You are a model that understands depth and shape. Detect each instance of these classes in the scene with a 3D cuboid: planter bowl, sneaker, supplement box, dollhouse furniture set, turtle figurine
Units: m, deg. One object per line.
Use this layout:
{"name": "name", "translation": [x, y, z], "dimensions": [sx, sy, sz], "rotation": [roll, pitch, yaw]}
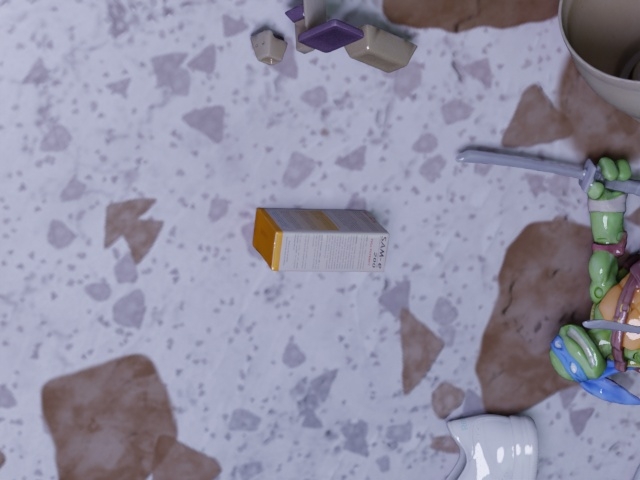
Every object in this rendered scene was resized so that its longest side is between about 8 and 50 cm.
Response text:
{"name": "planter bowl", "translation": [0.283, -0.160, 1.632], "dimensions": [0.162, 0.162, 0.109], "rotation": [-31, 142, -5]}
{"name": "sneaker", "translation": [0.138, 0.257, 1.782], "dimensions": [0.094, 0.080, 0.212], "rotation": [3, 96, -5]}
{"name": "supplement box", "translation": [0.000, 0.000, 1.639], "dimensions": [0.098, 0.062, 0.036], "rotation": [1, 109, -18]}
{"name": "dollhouse furniture set", "translation": [0.013, -0.180, 1.605], "dimensions": [0.114, 0.091, 0.081], "rotation": [17, 63, -45]}
{"name": "turtle figurine", "translation": [0.302, 0.010, 1.668], "dimensions": [0.266, 0.198, 0.274], "rotation": [-30, 120, -5]}

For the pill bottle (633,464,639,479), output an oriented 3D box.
{"name": "pill bottle", "translation": [0.370, 0.252, 1.845], "dimensions": [0.160, 0.087, 0.087], "rotation": [30, 99, -26]}
